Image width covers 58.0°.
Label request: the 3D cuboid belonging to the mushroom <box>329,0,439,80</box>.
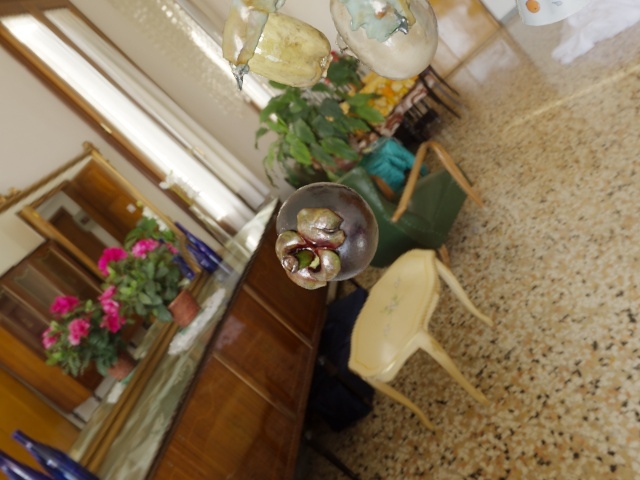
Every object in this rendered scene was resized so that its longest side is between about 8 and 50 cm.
[{"bbox_3d":[0.163,-0.611,1.665,0.295,0.362,0.362,-35,18,36],"label":"mushroom"}]

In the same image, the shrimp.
[{"bbox_3d":[-0.023,-0.343,0.823,0.287,0.185,0.068,-18,23,7],"label":"shrimp"}]

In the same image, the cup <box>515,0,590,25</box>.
[{"bbox_3d":[0.625,-0.803,1.619,0.212,0.317,0.212,-23,38,19],"label":"cup"}]

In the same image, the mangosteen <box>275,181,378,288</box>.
[{"bbox_3d":[0.000,0.000,1.139,0.211,0.211,0.250,-35,10,38],"label":"mangosteen"}]

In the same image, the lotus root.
[{"bbox_3d":[-0.102,-0.475,1.419,0.146,0.284,0.160,168,115,-68],"label":"lotus root"}]
